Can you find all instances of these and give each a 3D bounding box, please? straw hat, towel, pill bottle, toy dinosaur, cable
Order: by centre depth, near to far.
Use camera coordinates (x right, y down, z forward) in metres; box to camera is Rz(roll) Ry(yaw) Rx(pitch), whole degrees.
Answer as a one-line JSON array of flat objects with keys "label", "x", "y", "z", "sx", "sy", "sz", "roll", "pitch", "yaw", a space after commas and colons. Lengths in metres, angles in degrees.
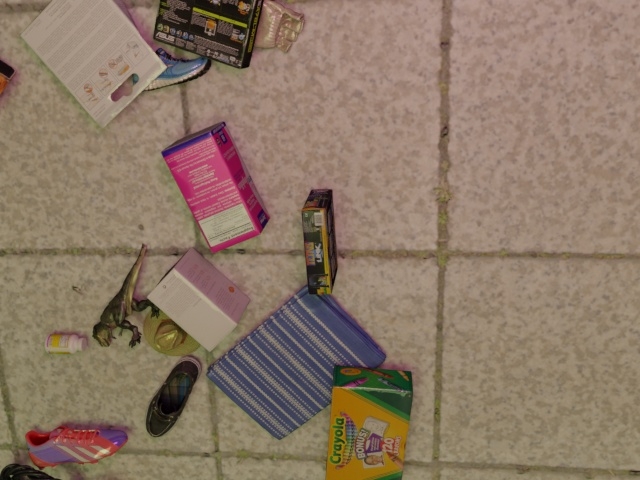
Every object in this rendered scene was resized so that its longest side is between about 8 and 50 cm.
[{"label": "toy dinosaur", "x": -0.405, "y": 0.148, "z": 1.550, "sx": 0.118, "sy": 0.064, "sz": 0.268, "roll": 39, "pitch": 109, "yaw": 18}, {"label": "straw hat", "x": -0.324, "y": 0.204, "z": 1.567, "sx": 0.145, "sy": 0.061, "sz": 0.144, "roll": 2, "pitch": 109, "yaw": 7}, {"label": "towel", "x": -0.055, "y": 0.265, "z": 1.573, "sx": 0.336, "sy": 0.040, "sz": 0.243, "roll": -41, "pitch": 102, "yaw": 19}, {"label": "pill bottle", "x": -0.564, "y": 0.230, "z": 1.615, "sx": 0.083, "sy": 0.043, "sz": 0.043, "roll": 1, "pitch": 109, "yaw": 7}, {"label": "cable", "x": -0.664, "y": 0.572, "z": 1.722, "sx": 0.185, "sy": 0.047, "sz": 0.150, "roll": -4, "pitch": 132, "yaw": 22}]

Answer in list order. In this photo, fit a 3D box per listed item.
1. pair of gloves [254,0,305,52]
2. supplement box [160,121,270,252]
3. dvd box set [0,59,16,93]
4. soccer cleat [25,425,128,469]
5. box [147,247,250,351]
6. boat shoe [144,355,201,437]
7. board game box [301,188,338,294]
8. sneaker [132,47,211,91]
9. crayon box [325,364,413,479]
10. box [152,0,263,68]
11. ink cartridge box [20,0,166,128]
[{"label": "pair of gloves", "x": -0.102, "y": -0.472, "z": 1.313, "sx": 0.204, "sy": 0.042, "sz": 0.240, "roll": 28, "pitch": 111, "yaw": -3}, {"label": "supplement box", "x": -0.200, "y": -0.104, "z": 1.417, "sx": 0.114, "sy": 0.111, "sz": 0.220, "roll": -20, "pitch": 106, "yaw": 13}, {"label": "dvd box set", "x": -0.847, "y": -0.257, "z": 1.421, "sx": 0.308, "sy": 0.062, "sz": 0.420, "roll": 35, "pitch": 111, "yaw": -27}, {"label": "soccer cleat", "x": -0.566, "y": 0.465, "z": 1.680, "sx": 0.248, "sy": 0.083, "sz": 0.095, "roll": -14, "pitch": 109, "yaw": 15}, {"label": "box", "x": -0.246, "y": 0.119, "z": 1.490, "sx": 0.170, "sy": 0.130, "sz": 0.091, "roll": 44, "pitch": 108, "yaw": -8}, {"label": "boat shoe", "x": -0.333, "y": 0.360, "z": 1.614, "sx": 0.080, "sy": 0.076, "sz": 0.228, "roll": 33, "pitch": 110, "yaw": -5}, {"label": "board game box", "x": 0.000, "y": 0.000, "z": 1.411, "sx": 0.048, "sy": 0.141, "sz": 0.170, "roll": -2, "pitch": 109, "yaw": 7}, {"label": "sneaker", "x": -0.287, "y": -0.330, "z": 1.376, "sx": 0.162, "sy": 0.063, "sz": 0.073, "roll": -11, "pitch": 103, "yaw": 10}, {"label": "crayon box", "x": 0.100, "y": 0.405, "z": 1.555, "sx": 0.165, "sy": 0.081, "sz": 0.278, "roll": 4, "pitch": 116, "yaw": 2}, {"label": "box", "x": -0.199, "y": -0.425, "z": 1.309, "sx": 0.191, "sy": 0.045, "sz": 0.184, "roll": 21, "pitch": 111, "yaw": 13}, {"label": "ink cartridge box", "x": -0.424, "y": -0.362, "z": 1.381, "sx": 0.189, "sy": 0.066, "sz": 0.232, "roll": -38, "pitch": 102, "yaw": 17}]
